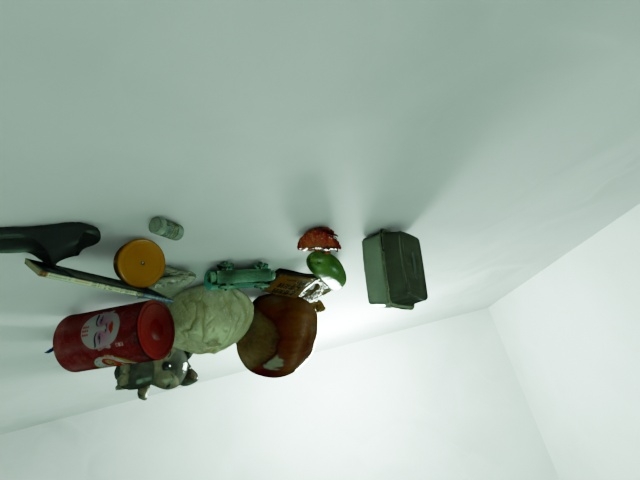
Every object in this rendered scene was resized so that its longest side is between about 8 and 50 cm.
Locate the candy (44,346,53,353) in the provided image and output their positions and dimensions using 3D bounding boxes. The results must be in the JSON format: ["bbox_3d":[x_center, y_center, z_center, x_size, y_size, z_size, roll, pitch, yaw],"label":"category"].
[{"bbox_3d":[-0.886,0.400,1.875,0.187,0.077,0.331,-28,158,33],"label":"candy"}]

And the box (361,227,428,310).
[{"bbox_3d":[0.270,0.108,1.708,0.166,0.291,0.220,-16,161,34],"label":"box"}]

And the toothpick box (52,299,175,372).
[{"bbox_3d":[-0.691,0.323,1.587,0.333,0.204,0.204,-12,160,15],"label":"toothpick box"}]

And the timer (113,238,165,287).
[{"bbox_3d":[-0.524,0.064,1.303,0.132,0.132,0.152,7,172,-45],"label":"timer"}]

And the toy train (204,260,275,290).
[{"bbox_3d":[-0.287,0.130,1.641,0.248,0.101,0.159,1,168,-36],"label":"toy train"}]

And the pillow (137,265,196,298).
[{"bbox_3d":[-0.503,0.144,1.526,0.134,0.078,0.181,8,149,-45],"label":"pillow"}]

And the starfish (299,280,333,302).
[{"bbox_3d":[-0.061,0.243,2.099,0.299,0.060,0.302,4,151,-46],"label":"starfish"}]

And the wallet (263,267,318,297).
[{"bbox_3d":[-0.122,0.171,1.867,0.195,0.042,0.161,15,142,-36],"label":"wallet"}]

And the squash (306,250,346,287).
[{"bbox_3d":[0.037,0.119,1.810,0.107,0.107,0.395,-20,157,8],"label":"squash"}]

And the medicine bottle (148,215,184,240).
[{"bbox_3d":[-0.399,-0.030,1.222,0.047,0.047,0.083,-24,157,19],"label":"medicine bottle"}]

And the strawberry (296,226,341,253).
[{"bbox_3d":[0.000,0.000,1.552,0.121,0.082,0.188,-4,174,26],"label":"strawberry"}]

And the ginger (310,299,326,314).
[{"bbox_3d":[-0.028,0.323,2.301,0.103,0.073,0.162,3,161,-10],"label":"ginger"}]

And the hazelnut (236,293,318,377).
[{"bbox_3d":[-0.184,0.393,1.993,0.365,0.366,0.366,-14,158,-6],"label":"hazelnut"}]

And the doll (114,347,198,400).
[{"bbox_3d":[-0.806,0.601,2.306,0.382,0.252,0.378,1,-175,-30],"label":"doll"}]

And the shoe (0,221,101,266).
[{"bbox_3d":[-0.651,0.022,1.113,0.241,0.093,0.108,-3,153,-26],"label":"shoe"}]

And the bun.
[{"bbox_3d":[-0.429,0.310,1.777,0.352,0.227,0.349,6,151,-39],"label":"bun"}]

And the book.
[{"bbox_3d":[-0.566,0.107,1.207,0.322,0.018,0.228,22,172,-38],"label":"book"}]
